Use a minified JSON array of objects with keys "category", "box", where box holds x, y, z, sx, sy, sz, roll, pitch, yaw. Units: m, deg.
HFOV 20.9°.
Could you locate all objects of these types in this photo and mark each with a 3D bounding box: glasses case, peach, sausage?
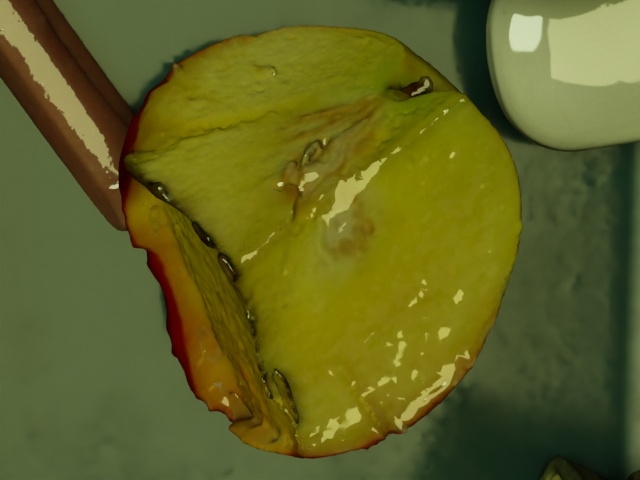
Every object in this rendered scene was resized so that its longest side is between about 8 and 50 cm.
[{"category":"glasses case","box":[0.163,-0.084,0.661,0.204,0.051,0.081,-9,96,-5]},{"category":"peach","box":[0.005,0.001,0.624,0.151,0.118,0.151,-2,63,4]},{"category":"sausage","box":[-0.102,-0.064,0.646,0.030,0.035,0.147,-40,98,-24]}]

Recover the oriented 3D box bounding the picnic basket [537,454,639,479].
[{"category":"picnic basket","box":[0.115,0.226,0.633,0.139,0.165,0.266,22,93,-6]}]
